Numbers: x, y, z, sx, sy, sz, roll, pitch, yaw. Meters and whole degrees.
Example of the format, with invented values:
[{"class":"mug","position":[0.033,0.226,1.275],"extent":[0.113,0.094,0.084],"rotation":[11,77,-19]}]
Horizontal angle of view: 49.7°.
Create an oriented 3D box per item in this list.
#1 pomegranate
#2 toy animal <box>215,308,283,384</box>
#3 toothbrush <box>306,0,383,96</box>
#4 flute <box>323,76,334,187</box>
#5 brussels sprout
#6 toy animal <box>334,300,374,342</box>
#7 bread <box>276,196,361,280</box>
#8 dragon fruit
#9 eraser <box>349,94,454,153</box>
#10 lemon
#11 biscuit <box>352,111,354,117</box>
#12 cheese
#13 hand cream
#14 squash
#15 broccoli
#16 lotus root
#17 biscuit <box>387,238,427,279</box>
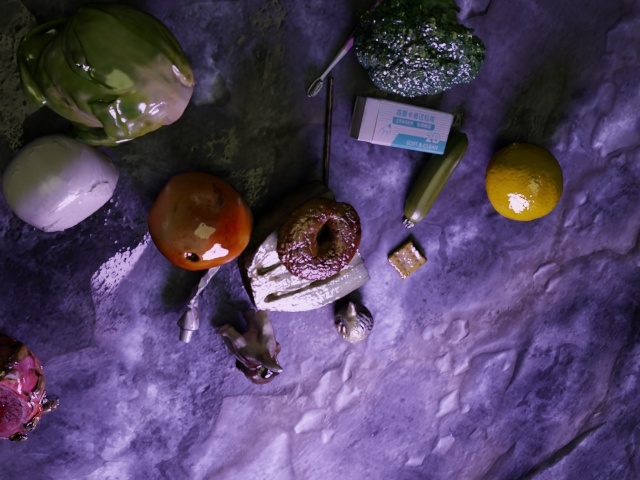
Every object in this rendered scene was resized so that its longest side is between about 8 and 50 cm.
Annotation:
[{"class":"pomegranate","position":[-0.243,-0.034,1.399],"extent":[0.209,0.209,0.209],"rotation":[-8,115,-17]},{"class":"toy animal","position":[-0.148,0.242,1.577],"extent":[0.121,0.233,0.168],"rotation":[-30,80,-16]},{"class":"toothbrush","position":[0.064,-0.414,1.434],"extent":[0.020,0.025,0.286],"rotation":[34,98,-29]},{"class":"flute","position":[0.016,-0.221,1.511],"extent":[0.014,0.014,0.269],"rotation":[-5,115,-18]},{"class":"brussels sprout","position":[-0.368,-0.287,1.205],"extent":[0.294,0.259,0.227],"rotation":[14,76,-32]},{"class":"toy animal","position":[0.088,0.184,1.671],"extent":[0.098,0.098,0.137],"rotation":[-3,133,-19]},{"class":"bread","position":[0.000,0.000,1.407],"extent":[0.193,0.064,0.193],"rotation":[-13,120,-23]},{"class":"dragon fruit","position":[-0.667,0.313,1.431],"extent":[0.282,0.147,0.211],"rotation":[40,95,-28]},{"class":"eraser","position":[0.178,-0.252,1.507],"extent":[0.225,0.052,0.095],"rotation":[5,105,-27]},{"class":"lemon","position":[0.476,-0.142,1.621],"extent":[0.178,0.178,0.203],"rotation":[-26,118,-7]},{"class":"biscuit","position":[0.110,-0.267,1.518],"extent":[0.084,0.023,0.084],"rotation":[-7,114,-17]},{"class":"cheese","position":[-0.494,-0.111,1.290],"extent":[0.198,0.189,0.154],"rotation":[-38,88,-1]},{"class":"hand cream","position":[-0.255,0.110,1.525],"extent":[0.050,0.084,0.257],"rotation":[26,102,-6]},{"class":"squash","position":[0.260,-0.141,1.604],"extent":[0.069,0.069,0.258],"rotation":[25,102,-27]},{"class":"broccoli","position":[0.199,-0.399,1.390],"extent":[0.269,0.261,0.241],"rotation":[29,74,-2]},{"class":"lotus root","position":[-0.061,0.034,1.523],"extent":[0.260,0.149,0.267],"rotation":[-32,125,-8]},{"class":"biscuit","position":[0.214,0.046,1.700],"extent":[0.081,0.018,0.083],"rotation":[-41,119,1]}]
